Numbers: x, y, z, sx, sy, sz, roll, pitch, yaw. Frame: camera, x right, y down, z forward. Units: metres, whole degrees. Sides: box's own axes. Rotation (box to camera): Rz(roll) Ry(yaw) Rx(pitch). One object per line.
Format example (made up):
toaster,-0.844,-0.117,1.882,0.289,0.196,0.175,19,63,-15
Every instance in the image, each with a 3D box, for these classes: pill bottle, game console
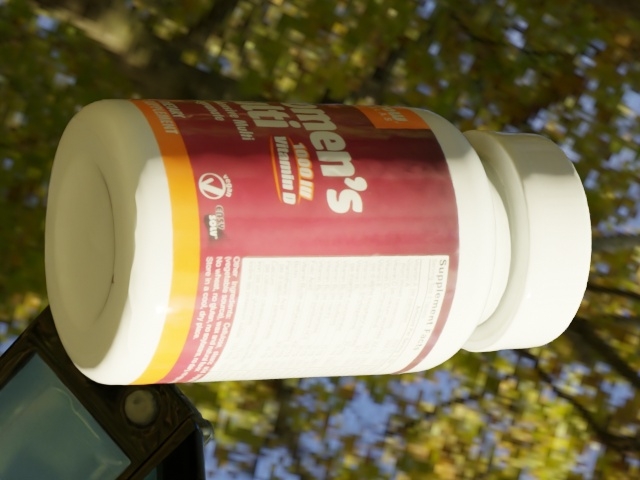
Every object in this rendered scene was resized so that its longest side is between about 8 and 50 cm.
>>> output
pill bottle,0.000,0.000,0.855,0.121,0.221,0.121,3,-86,63
game console,-0.234,0.215,1.501,0.293,0.173,0.250,-46,-105,9
